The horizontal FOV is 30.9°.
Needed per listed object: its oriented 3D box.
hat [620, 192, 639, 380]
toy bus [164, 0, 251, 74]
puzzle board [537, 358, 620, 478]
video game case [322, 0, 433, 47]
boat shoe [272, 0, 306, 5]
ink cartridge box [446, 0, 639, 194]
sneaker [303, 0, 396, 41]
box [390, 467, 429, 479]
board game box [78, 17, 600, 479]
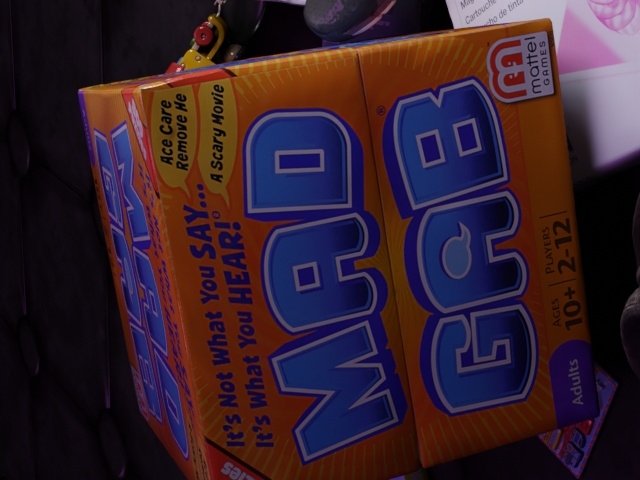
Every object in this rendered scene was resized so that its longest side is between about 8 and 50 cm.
[{"bbox_3d":[0.312,0.062,0.863,0.331,0.134,0.331,46,147,42],"label":"hat"},{"bbox_3d":[-0.153,-0.228,1.608,0.104,0.191,0.202,34,147,-9],"label":"toy bus"},{"bbox_3d":[0.247,0.163,1.165,0.096,0.011,0.128,47,136,42],"label":"puzzle board"},{"bbox_3d":[0.062,-0.343,1.302,0.196,0.026,0.274,23,119,54],"label":"video game case"},{"bbox_3d":[-0.040,-0.340,1.356,0.335,0.121,0.119,19,108,43],"label":"boat shoe"},{"bbox_3d":[0.235,-0.227,1.013,0.324,0.071,0.330,-32,73,58],"label":"ink cartridge box"},{"bbox_3d":[0.042,-0.327,1.115,0.106,0.162,0.281,48,112,28],"label":"sneaker"},{"bbox_3d":[0.086,0.277,1.432,0.109,0.042,0.178,-20,83,60],"label":"box"},{"bbox_3d":[0.000,0.000,1.098,0.356,0.356,0.356,-160,59,-70],"label":"board game box"}]
